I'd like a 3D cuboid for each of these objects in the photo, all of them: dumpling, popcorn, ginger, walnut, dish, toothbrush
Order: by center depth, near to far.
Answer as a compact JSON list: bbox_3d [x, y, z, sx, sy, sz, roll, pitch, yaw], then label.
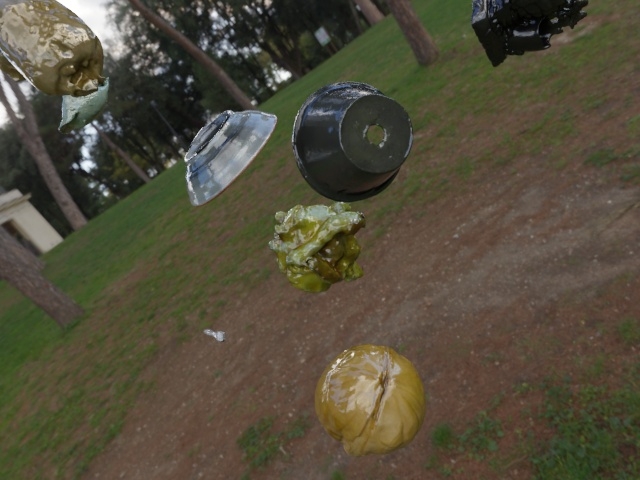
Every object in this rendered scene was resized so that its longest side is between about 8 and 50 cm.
[{"bbox_3d":[0.071,0.234,0.737,0.159,0.159,0.207,-43,-18,-23],"label":"walnut"},{"bbox_3d":[-0.475,-0.336,0.860,0.138,0.267,0.152,-44,-27,-38],"label":"ginger"},{"bbox_3d":[-0.211,-0.196,1.056,0.260,0.085,0.260,-36,28,22],"label":"dish"},{"bbox_3d":[-0.692,-0.397,1.452,0.152,0.108,0.219,-1,46,36],"label":"dumpling"},{"bbox_3d":[-0.003,0.004,1.578,0.321,0.289,0.326,79,-155,-60],"label":"popcorn"},{"bbox_3d":[-0.352,0.305,1.662,0.025,0.030,0.307,2,-6,-22],"label":"toothbrush"}]

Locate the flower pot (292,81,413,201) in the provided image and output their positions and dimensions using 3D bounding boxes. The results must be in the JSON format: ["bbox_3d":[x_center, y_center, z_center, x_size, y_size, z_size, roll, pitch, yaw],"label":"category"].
[{"bbox_3d":[0.085,-0.212,1.051,0.269,0.269,0.166,-40,13,-8],"label":"flower pot"}]

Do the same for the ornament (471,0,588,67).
[{"bbox_3d":[0.554,-0.586,1.325,0.260,0.251,0.106,-10,69,35],"label":"ornament"}]
